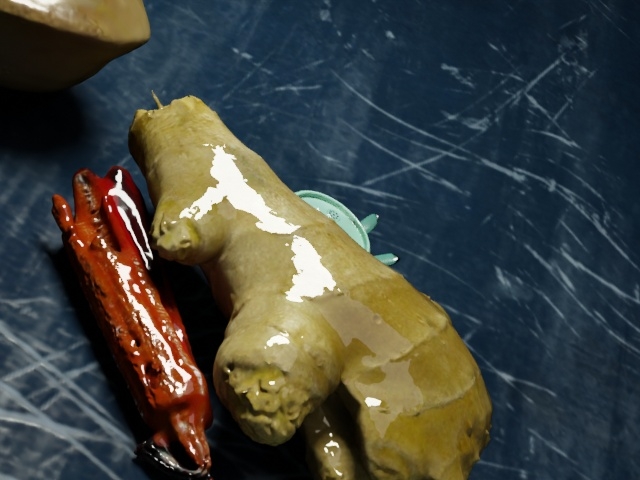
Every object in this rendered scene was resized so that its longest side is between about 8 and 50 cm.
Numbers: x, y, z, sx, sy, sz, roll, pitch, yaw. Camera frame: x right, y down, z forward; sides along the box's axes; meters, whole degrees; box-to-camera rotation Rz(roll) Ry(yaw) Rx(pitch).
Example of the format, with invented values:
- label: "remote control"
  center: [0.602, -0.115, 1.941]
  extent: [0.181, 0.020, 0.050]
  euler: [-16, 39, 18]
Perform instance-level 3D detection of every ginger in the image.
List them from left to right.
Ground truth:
- label: "ginger"
  center: [-0.034, 0.066, 1.408]
  extent: [0.375, 0.166, 0.236]
  euler: [32, 53, 9]

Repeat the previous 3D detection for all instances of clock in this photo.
- label: "clock"
  center: [0.000, 0.000, 1.583]
  extent: [0.135, 0.041, 0.101]
  euler: [5, 46, -41]

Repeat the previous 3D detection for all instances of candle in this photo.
- label: "candle"
  center: [-0.128, 0.061, 1.372]
  extent: [0.084, 0.059, 0.302]
  euler: [-2, 50, -33]

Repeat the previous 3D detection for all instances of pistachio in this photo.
- label: "pistachio"
  center: [-0.263, -0.206, 1.470]
  extent: [0.260, 0.163, 0.212]
  euler: [10, 9, -34]
